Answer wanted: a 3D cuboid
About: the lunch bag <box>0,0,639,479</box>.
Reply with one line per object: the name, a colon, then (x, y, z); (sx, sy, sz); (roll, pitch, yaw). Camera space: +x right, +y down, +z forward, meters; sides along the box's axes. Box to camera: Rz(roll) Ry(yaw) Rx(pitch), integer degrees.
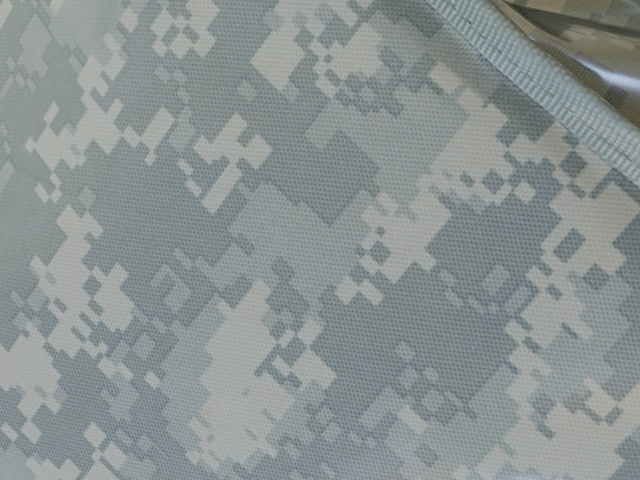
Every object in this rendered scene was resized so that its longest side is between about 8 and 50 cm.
lunch bag: (0.000, 0.000, 0.484); (0.235, 0.287, 0.169); (-53, -9, 29)
